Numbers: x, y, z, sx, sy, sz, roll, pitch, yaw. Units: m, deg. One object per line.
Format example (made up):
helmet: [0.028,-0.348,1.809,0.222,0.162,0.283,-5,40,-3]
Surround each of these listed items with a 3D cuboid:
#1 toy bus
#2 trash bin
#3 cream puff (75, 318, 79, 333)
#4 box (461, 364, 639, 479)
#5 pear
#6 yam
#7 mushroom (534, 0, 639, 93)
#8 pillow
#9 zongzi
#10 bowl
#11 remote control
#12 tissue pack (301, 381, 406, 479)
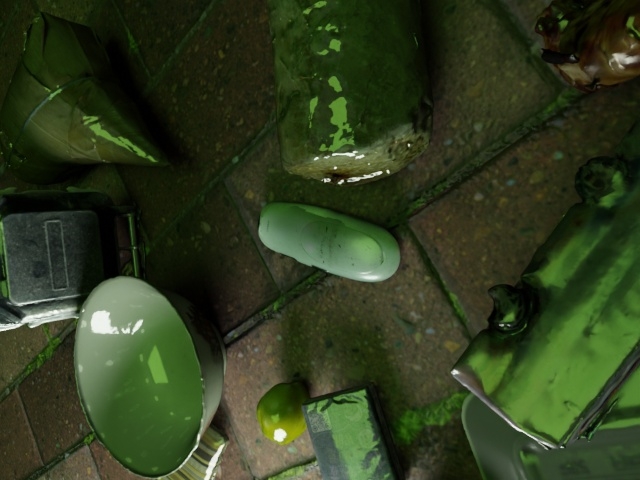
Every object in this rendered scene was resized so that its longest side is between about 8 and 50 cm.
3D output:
toy bus: [0.268,0.040,0.459,0.138,0.112,0.317,41,103,39]
trash bin: [-0.571,0.032,1.006,0.367,0.296,0.256,-5,93,48]
cream puff: [-0.463,0.202,1.028,0.149,0.084,0.149,5,99,32]
box: [0.366,0.283,0.474,0.367,0.090,0.373,-26,81,32]
pear: [-0.057,0.267,0.763,0.092,0.092,0.097,19,63,31]
yam: [0.034,-0.223,0.595,0.195,0.195,0.300,-5,90,34]
mushroom: [0.313,-0.250,0.395,0.263,0.195,0.283,42,126,-17]
pillow: [-0.280,0.409,0.941,0.208,0.052,0.212,27,108,27]
zongzi: [-0.478,-0.177,0.959,0.393,0.174,0.356,51,123,12]
bowl: [-0.271,0.218,0.856,0.337,0.157,0.337,3,96,33]
remote control: [0.001,0.000,0.721,0.256,0.045,0.098,14,101,35]
tissue pack: [0.046,0.297,0.701,0.112,0.051,0.156,-21,81,18]
